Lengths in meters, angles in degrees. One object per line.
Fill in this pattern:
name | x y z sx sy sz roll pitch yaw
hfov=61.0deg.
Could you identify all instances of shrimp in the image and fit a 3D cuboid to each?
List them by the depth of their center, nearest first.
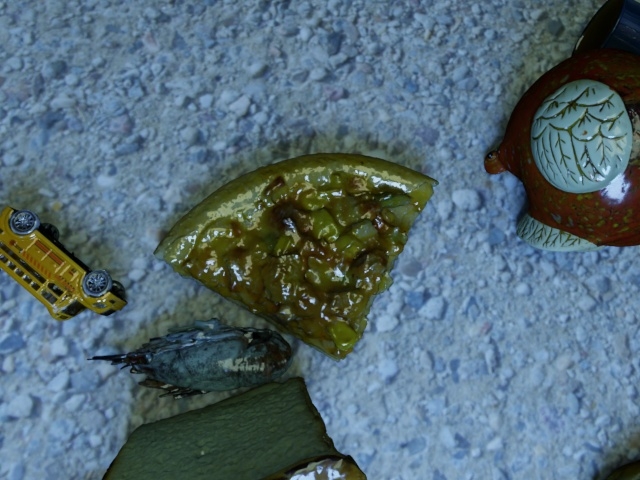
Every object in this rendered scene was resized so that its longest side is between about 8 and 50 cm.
shrimp | -0.147 0.130 0.611 0.232 0.079 0.090 0 114 -2

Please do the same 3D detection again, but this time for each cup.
cup | 0.453 -0.276 0.767 0.138 0.113 0.150 25 76 -3

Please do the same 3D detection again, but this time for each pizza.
pizza | -0.024 -0.025 0.662 0.268 0.087 0.258 27 71 2

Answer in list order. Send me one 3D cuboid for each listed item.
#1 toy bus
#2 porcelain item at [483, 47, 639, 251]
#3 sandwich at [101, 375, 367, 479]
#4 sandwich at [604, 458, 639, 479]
toy bus | -0.299 0.036 0.614 0.162 0.069 0.074 39 75 5
porcelain item | 0.318 -0.103 0.680 0.252 0.253 0.253 2 76 -7
sandwich | -0.088 0.221 0.502 0.226 0.251 0.087 -15 92 -12
sandwich | 0.464 0.388 0.611 0.271 0.099 0.301 -14 80 -14
